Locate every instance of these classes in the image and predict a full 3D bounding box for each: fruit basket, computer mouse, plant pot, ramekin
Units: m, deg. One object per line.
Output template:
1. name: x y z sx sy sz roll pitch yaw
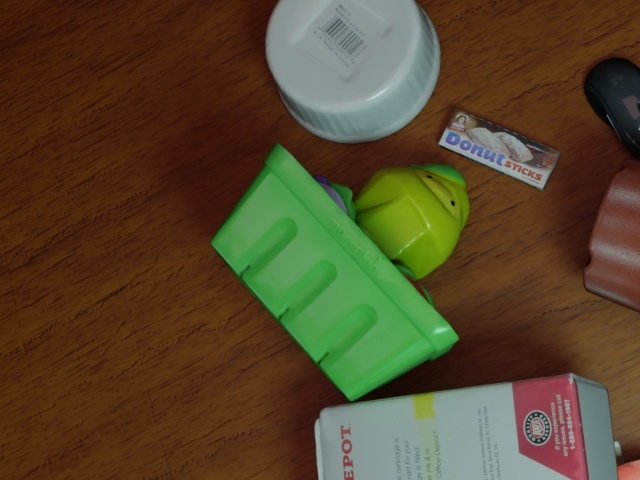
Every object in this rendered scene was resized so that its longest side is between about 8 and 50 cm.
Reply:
1. fruit basket: 0.080 0.006 1.537 0.392 0.283 0.392 -1 79 3
2. computer mouse: 0.527 -0.191 1.600 0.184 0.060 0.262 -30 75 7
3. plant pot: 0.521 0.013 1.473 0.265 0.272 0.272 18 84 23
4. ramekin: 0.045 -0.304 1.695 0.277 0.135 0.277 -2 79 13

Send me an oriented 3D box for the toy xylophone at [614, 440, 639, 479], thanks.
1. toy xylophone: 0.439 0.429 1.496 0.236 0.081 0.322 -27 75 7

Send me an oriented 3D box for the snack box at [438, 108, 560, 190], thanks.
1. snack box: 0.279 -0.142 1.669 0.178 0.022 0.064 25 88 16

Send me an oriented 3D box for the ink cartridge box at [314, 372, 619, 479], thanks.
1. ink cartridge box: 0.202 0.348 1.470 0.385 0.160 0.279 -12 74 29
